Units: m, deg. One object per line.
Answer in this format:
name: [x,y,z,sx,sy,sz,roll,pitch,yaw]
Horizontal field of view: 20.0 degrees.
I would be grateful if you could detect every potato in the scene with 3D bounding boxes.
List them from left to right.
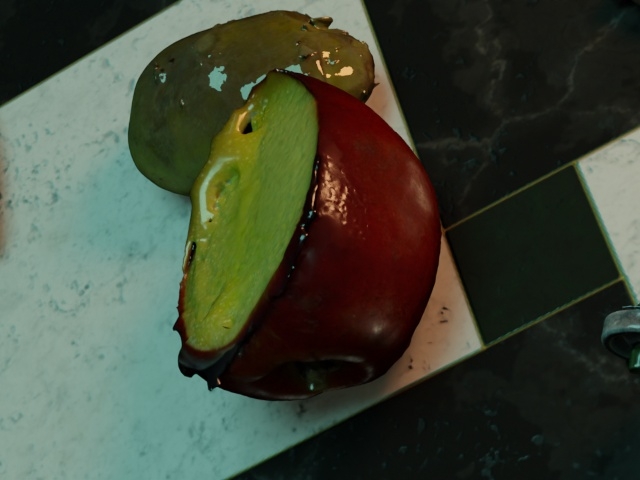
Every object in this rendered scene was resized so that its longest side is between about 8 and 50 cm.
potato: [-0.079,-0.156,1.961,0.296,0.141,0.192,-14,58,22]

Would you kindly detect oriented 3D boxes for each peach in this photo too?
peach: [0.000,0.000,1.777,0.257,0.201,0.362,-39,38,38]

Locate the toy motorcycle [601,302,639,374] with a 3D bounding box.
toy motorcycle: [0.364,0.147,1.506,0.275,0.127,0.205,2,64,26]

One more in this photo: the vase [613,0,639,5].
vase: [0.336,-0.254,1.815,0.100,0.053,0.053,15,71,43]
